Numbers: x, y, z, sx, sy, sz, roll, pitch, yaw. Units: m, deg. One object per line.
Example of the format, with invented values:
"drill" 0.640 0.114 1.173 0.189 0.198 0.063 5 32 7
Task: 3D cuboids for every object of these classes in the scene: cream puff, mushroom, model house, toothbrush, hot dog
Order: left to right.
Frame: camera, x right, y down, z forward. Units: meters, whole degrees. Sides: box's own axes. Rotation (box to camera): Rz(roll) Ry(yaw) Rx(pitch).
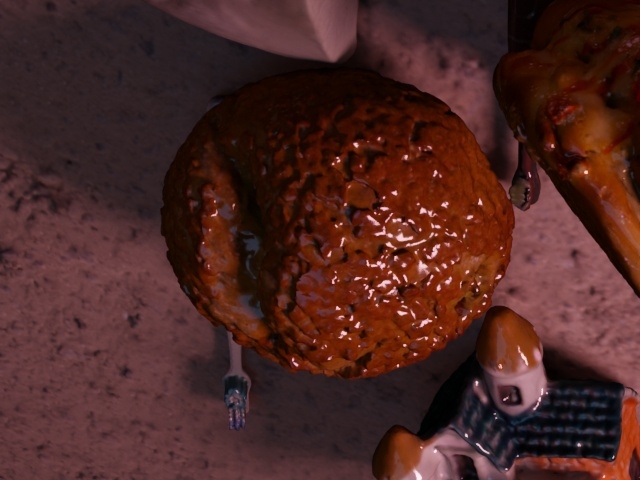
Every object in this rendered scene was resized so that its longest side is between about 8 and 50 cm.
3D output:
"mushroom" -0.162 -0.249 1.107 0.397 0.126 0.177 17 142 12
"toothbrush" -0.090 0.030 1.367 0.042 0.040 0.417 1 127 0
"cream puff" 0.000 0.000 1.160 0.303 0.212 0.303 20 140 18
"model house" 0.177 0.205 1.249 0.272 0.190 0.300 2 126 31
"toothbrush" 0.162 -0.172 1.043 0.041 0.041 0.364 13 132 20
"hot dog" 0.209 -0.080 0.930 0.150 0.256 0.153 -31 138 2
